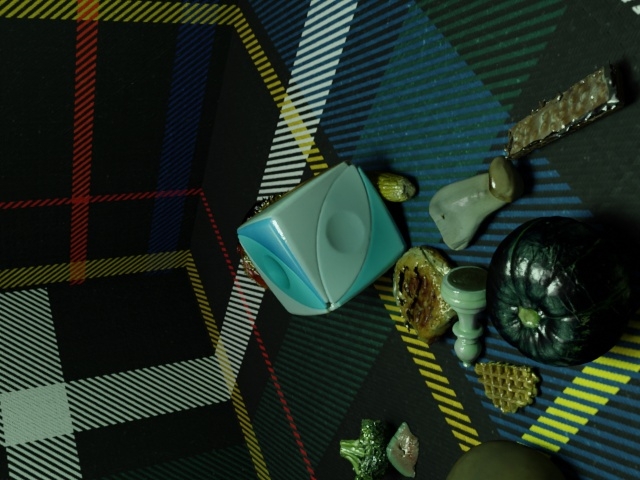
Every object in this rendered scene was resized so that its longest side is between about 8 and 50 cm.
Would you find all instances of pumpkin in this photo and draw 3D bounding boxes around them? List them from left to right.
[{"bbox_3d":[0.483,0.095,1.446,0.315,0.238,0.315,46,151,35],"label":"pumpkin"}]

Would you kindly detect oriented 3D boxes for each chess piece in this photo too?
[{"bbox_3d":[0.378,0.212,1.828,0.139,0.139,0.271,40,143,55],"label":"chess piece"}]

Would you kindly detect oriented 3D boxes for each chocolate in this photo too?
[{"bbox_3d":[0.508,-0.257,1.502,0.329,0.065,0.102,149,126,-61],"label":"chocolate"}]

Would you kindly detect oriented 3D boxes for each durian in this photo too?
[{"bbox_3d":[-0.144,0.017,2.623,0.384,0.347,0.347,101,150,-49],"label":"durian"}]

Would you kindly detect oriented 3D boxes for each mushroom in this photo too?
[{"bbox_3d":[0.384,-0.092,1.754,0.159,0.122,0.329,44,151,-4],"label":"mushroom"}]

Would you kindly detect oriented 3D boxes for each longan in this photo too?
[{"bbox_3d":[0.425,0.619,1.630,0.319,0.319,0.319,24,117,61],"label":"longan"}]

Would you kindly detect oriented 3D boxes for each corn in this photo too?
[{"bbox_3d":[0.174,-0.164,2.165,0.320,0.097,0.097,16,110,60],"label":"corn"}]

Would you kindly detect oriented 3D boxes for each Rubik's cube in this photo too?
[{"bbox_3d":[0.000,0.000,2.162,0.351,0.352,0.347,59,155,-6],"label":"Rubik's cube"}]

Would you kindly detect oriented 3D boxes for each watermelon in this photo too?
[{"bbox_3d":[0.256,0.661,2.216,0.080,0.101,0.155,20,124,49],"label":"watermelon"}]

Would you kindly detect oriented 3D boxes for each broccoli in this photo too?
[{"bbox_3d":[0.155,0.672,2.284,0.176,0.226,0.198,-21,40,28],"label":"broccoli"}]

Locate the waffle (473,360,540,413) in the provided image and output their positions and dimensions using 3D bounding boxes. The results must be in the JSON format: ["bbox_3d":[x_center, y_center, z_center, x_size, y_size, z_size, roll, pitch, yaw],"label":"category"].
[{"bbox_3d":[0.457,0.338,1.755,0.160,0.046,0.192,67,149,30],"label":"waffle"}]

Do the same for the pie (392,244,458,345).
[{"bbox_3d":[0.290,0.146,2.008,0.308,0.085,0.308,174,90,-65],"label":"pie"}]
